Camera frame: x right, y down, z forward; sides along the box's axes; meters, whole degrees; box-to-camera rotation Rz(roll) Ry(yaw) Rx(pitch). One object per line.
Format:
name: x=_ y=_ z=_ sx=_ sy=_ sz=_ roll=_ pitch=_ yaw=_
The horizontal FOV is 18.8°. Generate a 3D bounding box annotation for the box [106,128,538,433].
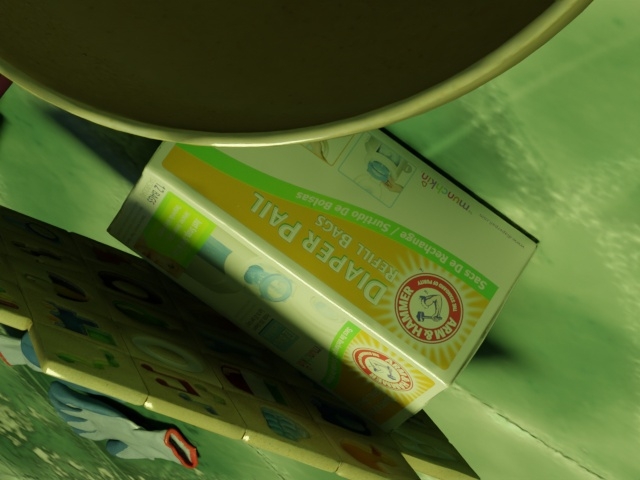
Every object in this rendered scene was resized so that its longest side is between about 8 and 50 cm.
box: x=0.000 y=0.000 z=1.079 sx=0.203 sy=0.103 sz=0.114 roll=36 pitch=155 yaw=-3

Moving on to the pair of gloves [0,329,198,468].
pair of gloves: x=-0.193 y=0.126 z=1.620 sx=0.159 sy=0.023 sz=0.198 roll=10 pitch=146 yaw=38

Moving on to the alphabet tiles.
alphabet tiles: x=-0.077 y=0.059 z=1.134 sx=0.342 sy=0.011 sz=0.285 roll=21 pitch=-170 yaw=-22

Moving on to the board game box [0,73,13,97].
board game box: x=-0.302 y=-0.090 z=1.051 sx=0.097 sy=0.303 sz=0.224 roll=16 pitch=149 yaw=33

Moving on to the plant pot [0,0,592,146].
plant pot: x=0.004 y=-0.170 z=0.649 sx=0.284 sy=0.284 sz=0.191 roll=27 pitch=-172 yaw=15
